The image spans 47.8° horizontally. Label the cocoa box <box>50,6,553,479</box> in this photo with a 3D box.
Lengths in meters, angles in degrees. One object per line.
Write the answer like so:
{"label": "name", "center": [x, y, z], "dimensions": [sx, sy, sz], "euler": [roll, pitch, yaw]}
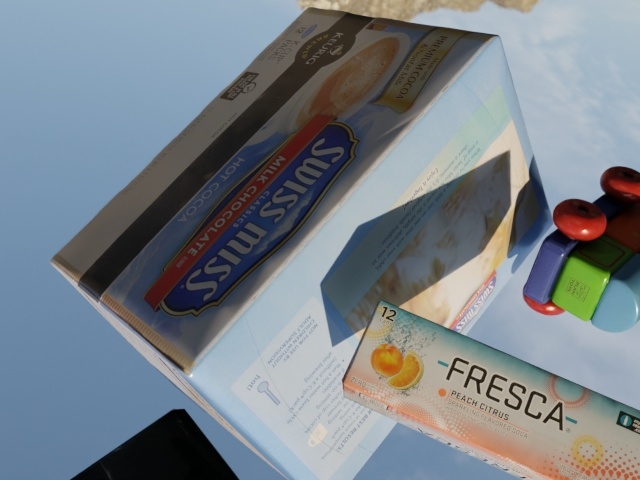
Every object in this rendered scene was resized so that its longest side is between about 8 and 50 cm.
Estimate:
{"label": "cocoa box", "center": [0.000, 0.000, 0.636], "dimensions": [0.228, 0.231, 0.347], "euler": [25, -114, 44]}

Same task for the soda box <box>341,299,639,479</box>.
{"label": "soda box", "center": [0.107, 0.105, 0.456], "dimensions": [0.183, 0.058, 0.062], "euler": [23, -108, 10]}

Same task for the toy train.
{"label": "toy train", "center": [0.302, 0.007, 0.640], "dimensions": [0.143, 0.105, 0.248], "euler": [35, -136, 29]}

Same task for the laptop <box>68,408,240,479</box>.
{"label": "laptop", "center": [-0.181, 0.314, 0.787], "dimensions": [0.137, 0.264, 0.234], "euler": [-41, -80, -33]}
